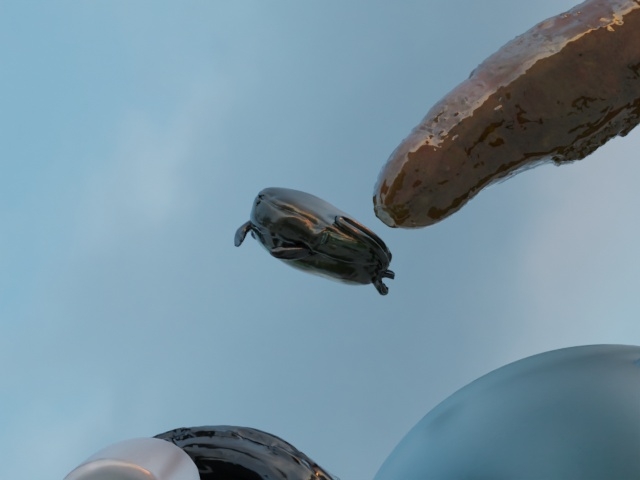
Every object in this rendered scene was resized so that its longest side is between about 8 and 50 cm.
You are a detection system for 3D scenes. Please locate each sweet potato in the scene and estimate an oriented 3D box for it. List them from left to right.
[{"bbox_3d":[0.182,-0.112,1.158,0.354,0.095,0.106,-36,-14,-3],"label":"sweet potato"}]

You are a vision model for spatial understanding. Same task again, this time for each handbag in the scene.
[{"bbox_3d":[0.000,0.000,1.168,0.072,0.111,0.047,-18,-51,-66],"label":"handbag"}]

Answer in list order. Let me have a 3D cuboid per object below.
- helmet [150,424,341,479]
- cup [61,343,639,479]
[{"bbox_3d":[-0.032,0.250,1.119,0.230,0.279,0.160,-56,-25,4],"label":"helmet"},{"bbox_3d":[0.075,0.116,0.427,0.173,0.299,0.168,-35,-35,-86],"label":"cup"}]
